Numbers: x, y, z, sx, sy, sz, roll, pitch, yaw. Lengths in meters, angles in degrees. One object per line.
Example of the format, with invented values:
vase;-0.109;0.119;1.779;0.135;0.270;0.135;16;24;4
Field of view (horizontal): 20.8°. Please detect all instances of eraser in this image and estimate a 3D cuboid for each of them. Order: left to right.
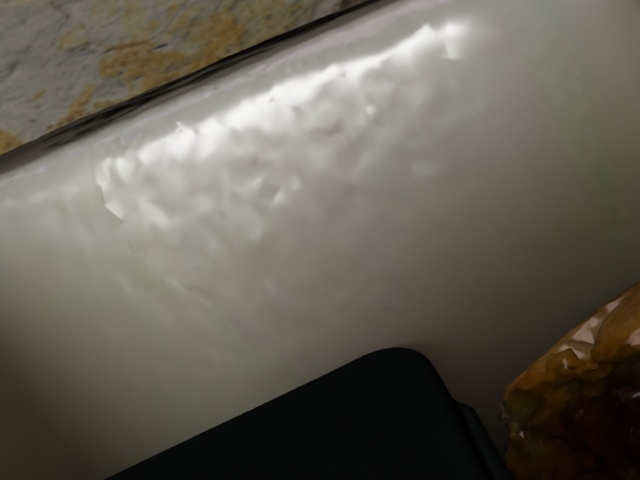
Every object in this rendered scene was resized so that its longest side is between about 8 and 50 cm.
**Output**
eraser;0.000;0.000;0.608;0.331;0.150;0.331;-21;9;3

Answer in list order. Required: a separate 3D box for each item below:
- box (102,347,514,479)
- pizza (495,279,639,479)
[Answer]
box;-0.026;0.092;0.392;0.160;0.050;0.230;-26;8;1
pizza;0.128;0.022;0.415;0.194;0.069;0.154;-32;8;27
